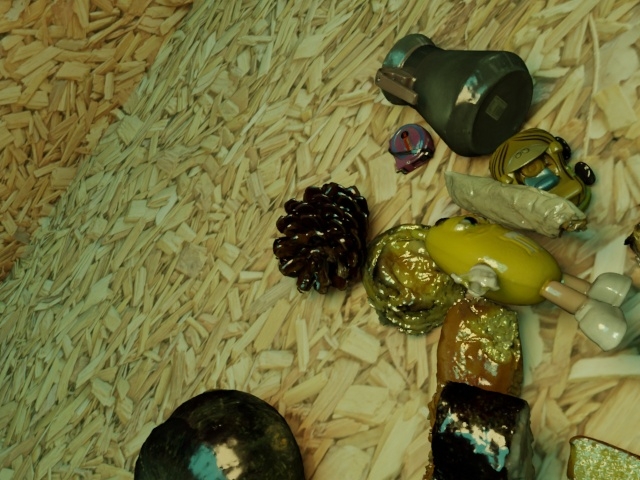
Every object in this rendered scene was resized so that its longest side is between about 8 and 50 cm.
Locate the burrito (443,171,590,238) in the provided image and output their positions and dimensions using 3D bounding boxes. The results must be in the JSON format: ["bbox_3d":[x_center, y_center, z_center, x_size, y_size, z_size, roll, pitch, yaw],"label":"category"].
[{"bbox_3d":[0.401,-0.078,0.999,0.076,0.117,0.392,-46,27,-3],"label":"burrito"}]

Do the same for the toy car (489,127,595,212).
[{"bbox_3d":[0.487,-0.148,1.050,0.200,0.142,0.248,-37,58,16],"label":"toy car"}]

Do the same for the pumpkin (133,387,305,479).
[{"bbox_3d":[-0.234,0.590,1.126,0.454,0.343,0.455,-1,88,37],"label":"pumpkin"}]

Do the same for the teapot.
[{"bbox_3d":[0.312,-0.377,1.172,0.344,0.300,0.254,45,135,42],"label":"teapot"}]

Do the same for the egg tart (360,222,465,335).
[{"bbox_3d":[0.218,0.087,1.156,0.296,0.132,0.297,-8,71,25],"label":"egg tart"}]

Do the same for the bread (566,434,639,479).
[{"bbox_3d":[0.551,0.435,0.852,0.187,0.065,0.103,20,79,35],"label":"bread"}]

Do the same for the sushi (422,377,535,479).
[{"bbox_3d":[0.283,0.424,0.851,0.207,0.349,0.234,6,36,31],"label":"sushi"}]

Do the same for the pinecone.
[{"bbox_3d":[-0.005,0.000,1.247,0.298,0.242,0.296,-50,22,37],"label":"pinecone"}]

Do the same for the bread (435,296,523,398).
[{"bbox_3d":[0.345,0.251,1.007,0.178,0.133,0.250,4,74,38],"label":"bread"}]

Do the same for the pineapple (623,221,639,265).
[{"bbox_3d":[0.663,0.034,0.874,0.114,0.186,0.237,-31,102,16],"label":"pineapple"}]

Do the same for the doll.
[{"bbox_3d":[0.400,0.072,0.936,0.422,0.348,0.161,15,109,1],"label":"doll"}]

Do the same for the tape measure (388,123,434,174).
[{"bbox_3d":[0.249,-0.258,1.288,0.125,0.074,0.118,-26,66,28],"label":"tape measure"}]
